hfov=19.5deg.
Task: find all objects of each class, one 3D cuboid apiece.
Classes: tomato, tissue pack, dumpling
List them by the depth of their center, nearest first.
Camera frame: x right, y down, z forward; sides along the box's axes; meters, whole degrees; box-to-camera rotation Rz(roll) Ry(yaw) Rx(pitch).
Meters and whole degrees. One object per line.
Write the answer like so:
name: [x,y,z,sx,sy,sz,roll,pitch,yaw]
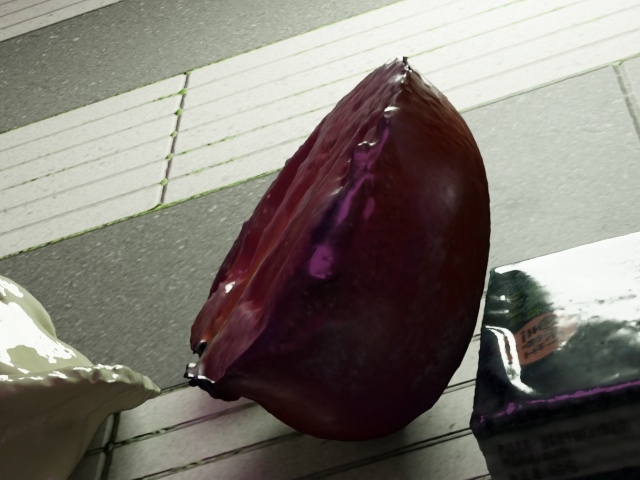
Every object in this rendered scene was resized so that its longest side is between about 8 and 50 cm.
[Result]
tissue pack: [0.268,0.067,1.277,0.315,0.103,0.228,-14,26,16]
tomato: [0.043,0.021,1.391,0.290,0.176,0.335,-58,9,1]
dumpling: [-0.294,0.143,1.529,0.315,0.233,0.395,0,-7,-37]

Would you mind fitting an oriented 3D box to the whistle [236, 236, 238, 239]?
whistle: [0.001,0.002,1.637,0.253,0.106,0.101,-32,43,-22]
